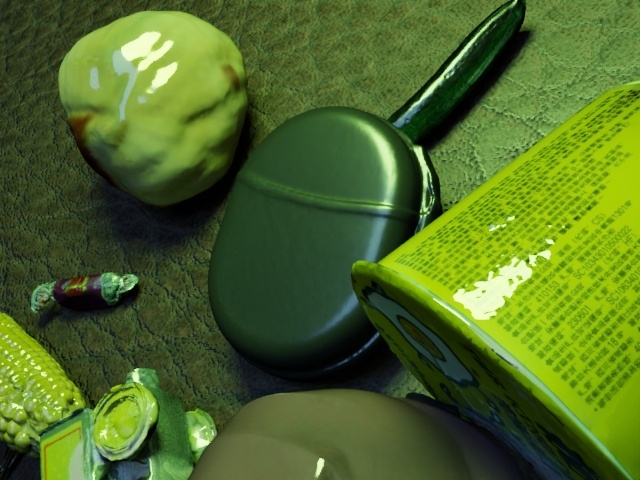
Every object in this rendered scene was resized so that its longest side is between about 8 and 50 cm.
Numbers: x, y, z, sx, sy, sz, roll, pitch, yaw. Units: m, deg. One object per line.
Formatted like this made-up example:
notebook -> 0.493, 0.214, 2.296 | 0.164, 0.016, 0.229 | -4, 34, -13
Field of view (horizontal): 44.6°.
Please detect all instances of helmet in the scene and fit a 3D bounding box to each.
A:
helmet -> -0.009, 0.229, 0.596 | 0.271, 0.197, 0.338 | -66, 10, -19

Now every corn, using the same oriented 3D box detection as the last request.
corn -> -0.418, 0.172, 1.011 | 0.347, 0.130, 0.130 | 24, 77, 38

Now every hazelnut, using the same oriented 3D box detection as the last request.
hazelnut -> -0.215, -0.183, 1.053 | 0.261, 0.241, 0.261 | 0, 90, 20

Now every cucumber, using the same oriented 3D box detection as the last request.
cucumber -> 0.144, -0.174, 0.918 | 0.284, 0.056, 0.056 | -46, 49, 4

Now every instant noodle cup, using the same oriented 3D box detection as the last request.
instant noodle cup -> 0.219, 0.053, 0.582 | 0.254, 0.325, 0.325 | -44, 49, -9

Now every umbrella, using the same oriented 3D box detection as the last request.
umbrella -> -0.399, 0.281, 1.001 | 0.020, 0.031, 0.083 | 26, 79, 7

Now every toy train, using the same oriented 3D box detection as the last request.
toy train -> -0.199, 0.269, 0.811 | 0.177, 0.134, 0.261 | -29, 51, 14

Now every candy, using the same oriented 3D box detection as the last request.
candy -> -0.321, 0.072, 1.066 | 0.175, 0.043, 0.045 | -8, 57, 24

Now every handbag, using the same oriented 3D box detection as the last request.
handbag -> -0.001, 0.000, 0.848 | 0.253, 0.093, 0.308 | 11, 79, 35
